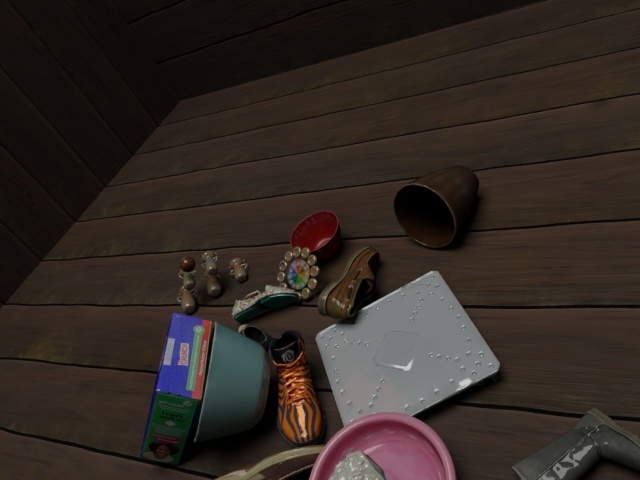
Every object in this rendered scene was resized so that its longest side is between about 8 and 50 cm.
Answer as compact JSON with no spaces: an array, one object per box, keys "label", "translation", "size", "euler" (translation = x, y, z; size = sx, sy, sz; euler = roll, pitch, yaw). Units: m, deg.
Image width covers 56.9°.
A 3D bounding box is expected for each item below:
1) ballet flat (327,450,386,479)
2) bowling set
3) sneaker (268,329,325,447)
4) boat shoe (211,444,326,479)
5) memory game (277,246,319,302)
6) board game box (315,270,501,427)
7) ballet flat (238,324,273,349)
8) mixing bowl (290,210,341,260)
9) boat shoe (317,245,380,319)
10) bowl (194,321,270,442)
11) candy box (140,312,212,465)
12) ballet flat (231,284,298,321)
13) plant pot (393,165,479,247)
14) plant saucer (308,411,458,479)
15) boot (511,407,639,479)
[{"label":"ballet flat","translation":[0.012,0.596,1.081],"size":[0.147,0.147,0.408],"euler":[12,81,45]},{"label":"bowling set","translation":[-0.420,0.101,2.100],"size":[0.287,0.199,0.154],"euler":[-29,34,-2]},{"label":"sneaker","translation":[-0.077,0.361,1.511],"size":[0.125,0.180,0.321],"euler":[-16,36,-5]},{"label":"boat shoe","translation":[-0.118,0.577,1.377],"size":[0.342,0.123,0.123],"euler":[-23,65,5]},{"label":"memory game","translation":[-0.074,0.109,1.889],"size":[0.186,0.012,0.186],"euler":[-11,74,41]},{"label":"board game box","translation":[0.205,0.292,1.509],"size":[0.390,0.050,0.390],"euler":[-29,35,4]},{"label":"ballet flat","translation":[-0.198,0.289,1.820],"size":[0.173,0.049,0.057],"euler":[15,56,47]},{"label":"mixing bowl","translation":[0.000,0.000,1.972],"size":[0.182,0.098,0.181],"euler":[-21,41,19]},{"label":"boat shoe","translation":[0.113,0.129,1.718],"size":[0.105,0.110,0.307],"euler":[10,40,30]},{"label":"bowl","translation":[-0.229,0.382,1.564],"size":[0.163,0.311,0.311],"euler":[11,37,-12]},{"label":"candy box","translation":[-0.391,0.405,1.609],"size":[0.122,0.317,0.268],"euler":[12,38,-11]},{"label":"ballet flat","translation":[-0.184,0.187,1.888],"size":[0.241,0.091,0.077],"euler":[-22,51,17]},{"label":"plant pot","translation":[0.376,-0.127,1.783],"size":[0.215,0.215,0.230],"euler":[11,39,45]},{"label":"plant saucer","translation":[0.132,0.529,1.229],"size":[0.332,0.084,0.332],"euler":[-20,43,20]},{"label":"boot","translation":[0.492,0.426,1.107],"size":[0.209,0.076,0.190],"euler":[-31,20,-10]}]
